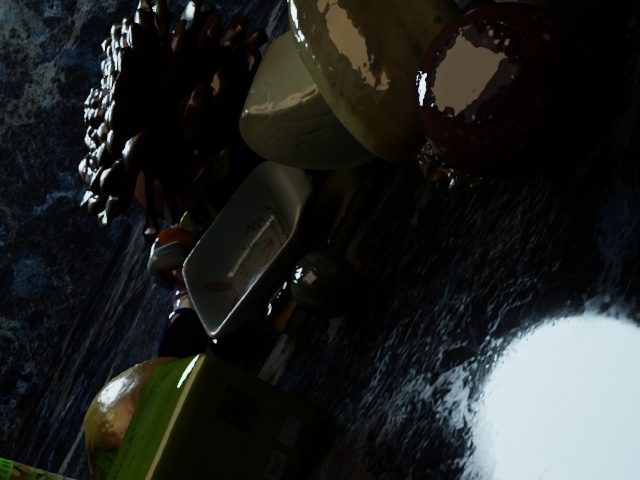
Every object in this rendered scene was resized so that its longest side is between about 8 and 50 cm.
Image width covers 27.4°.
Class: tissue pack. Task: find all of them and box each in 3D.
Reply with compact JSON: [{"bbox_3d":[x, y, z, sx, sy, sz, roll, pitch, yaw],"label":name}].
[{"bbox_3d":[-0.140,0.279,1.404,0.275,0.167,0.200,-67,15,-17],"label":"tissue pack"}]

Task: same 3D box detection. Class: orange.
[{"bbox_3d":[-0.210,0.234,1.667,0.158,0.179,0.237,68,157,8],"label":"orange"}]

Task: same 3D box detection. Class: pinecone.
[{"bbox_3d":[-0.151,-0.154,1.837,0.384,0.384,0.384,-56,16,25],"label":"pinecone"}]

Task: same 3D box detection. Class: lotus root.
[{"bbox_3d":[0.083,-0.178,1.363,0.151,0.169,0.343,87,158,-58],"label":"lotus root"}]

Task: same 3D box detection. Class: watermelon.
[{"bbox_3d":[0.004,0.049,1.484,0.078,0.078,0.110,-63,10,2],"label":"watermelon"}]

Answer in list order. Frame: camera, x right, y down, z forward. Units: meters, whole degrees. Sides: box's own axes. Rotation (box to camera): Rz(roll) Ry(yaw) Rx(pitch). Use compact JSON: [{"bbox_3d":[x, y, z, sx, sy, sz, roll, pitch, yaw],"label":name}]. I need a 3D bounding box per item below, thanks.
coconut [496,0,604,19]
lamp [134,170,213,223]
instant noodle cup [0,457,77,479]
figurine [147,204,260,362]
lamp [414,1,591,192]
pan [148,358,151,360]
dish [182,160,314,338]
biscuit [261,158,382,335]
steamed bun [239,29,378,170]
[{"bbox_3d":[0.212,-0.281,1.182,0.171,0.171,0.183,-59,15,15],"label":"coconut"},{"bbox_3d":[-0.213,-0.175,2.274,0.303,0.257,0.303,-57,17,28],"label":"lamp"},{"bbox_3d":[-0.449,0.446,2.056,0.207,0.232,0.207,-57,16,26],"label":"instant noodle cup"},{"bbox_3d":[-0.168,0.070,1.931,0.421,0.154,0.193,-102,4,-56],"label":"figurine"},{"bbox_3d":[0.163,-0.128,1.155,0.157,0.135,0.156,-27,65,26],"label":"lamp"},{"bbox_3d":[-0.319,0.255,2.352,0.115,0.023,0.068,-38,29,53],"label":"pan"},{"bbox_3d":[-0.076,0.008,1.686,0.234,0.064,0.154,-53,39,21],"label":"dish"},{"bbox_3d":[0.000,0.000,1.684,0.255,0.029,0.172,-62,15,3],"label":"biscuit"},{"bbox_3d":[0.036,-0.179,1.586,0.250,0.155,0.200,-23,35,27],"label":"steamed bun"}]
